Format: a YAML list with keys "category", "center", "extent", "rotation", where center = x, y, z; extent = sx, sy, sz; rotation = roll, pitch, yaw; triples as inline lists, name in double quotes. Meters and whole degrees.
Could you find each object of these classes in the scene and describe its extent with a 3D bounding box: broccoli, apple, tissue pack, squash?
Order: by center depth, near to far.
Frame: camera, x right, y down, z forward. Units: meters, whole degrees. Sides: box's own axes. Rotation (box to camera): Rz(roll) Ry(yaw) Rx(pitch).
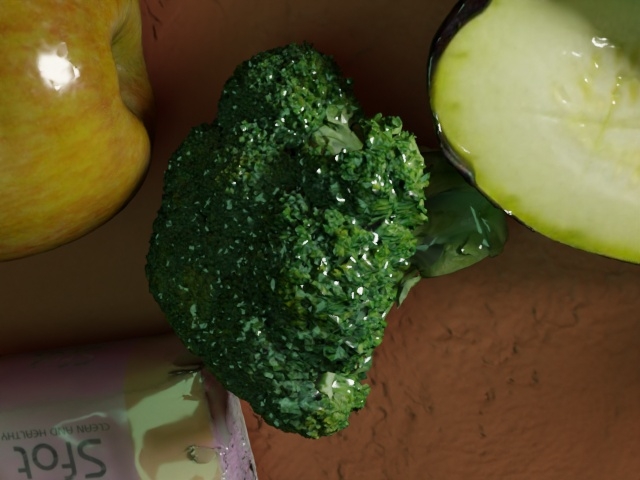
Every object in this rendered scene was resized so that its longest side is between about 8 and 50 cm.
- category: "squash"
  center: [0.181, -0.079, 0.763]
  extent: [0.204, 0.155, 0.237]
  rotation: [7, 109, 17]
- category: "broccoli"
  center: [0.000, 0.000, 0.834]
  extent: [0.241, 0.261, 0.269]
  rotation: [-19, 111, -16]
- category: "apple"
  center: [-0.229, -0.111, 0.838]
  extent: [0.264, 0.264, 0.264]
  rotation: [6, 112, 16]
- category: "tissue pack"
  center: [-0.182, 0.190, 1.005]
  extent: [0.256, 0.123, 0.215]
  rotation: [-8, 105, 14]
